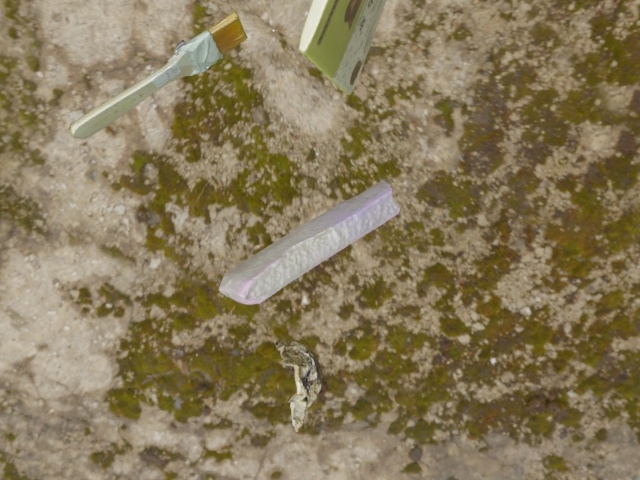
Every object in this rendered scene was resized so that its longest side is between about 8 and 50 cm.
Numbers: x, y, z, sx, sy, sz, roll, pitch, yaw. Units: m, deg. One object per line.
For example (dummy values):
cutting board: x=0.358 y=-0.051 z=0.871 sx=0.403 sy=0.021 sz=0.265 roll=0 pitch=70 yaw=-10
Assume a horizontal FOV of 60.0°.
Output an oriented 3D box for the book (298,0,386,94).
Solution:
book: x=0.054 y=-0.375 z=0.889 sx=0.035 sy=0.352 sz=0.239 roll=22 pitch=100 yaw=9

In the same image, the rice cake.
rice cake: x=-0.001 y=0.001 z=0.982 sx=0.399 sy=0.070 sz=0.064 roll=-32 pitch=120 yaw=-30

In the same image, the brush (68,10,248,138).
brush: x=-0.267 y=-0.265 z=0.918 sx=0.336 sy=0.085 sz=0.020 roll=-35 pitch=77 yaw=-4

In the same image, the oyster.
oyster: x=-0.023 y=0.168 z=0.703 sx=0.051 sy=0.148 sz=0.103 roll=-11 pitch=112 yaw=-7
